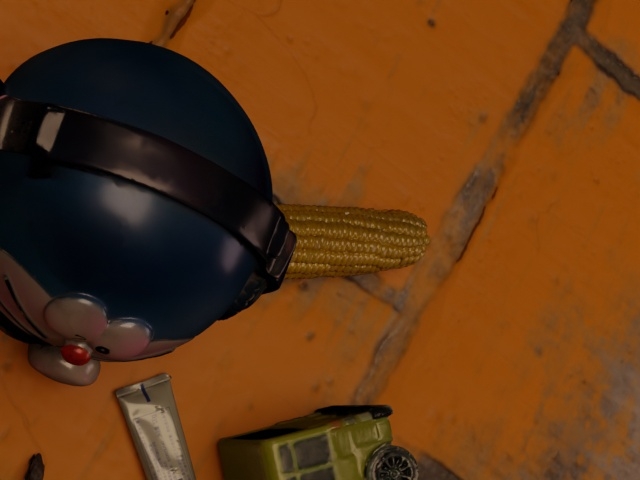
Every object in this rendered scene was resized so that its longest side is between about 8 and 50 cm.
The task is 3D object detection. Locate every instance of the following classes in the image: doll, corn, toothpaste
[{"bbox_3d":[-0.169,-0.021,1.148,0.284,0.310,0.240,24,74,-22],"label":"doll"},{"bbox_3d":[0.000,0.000,1.360,0.206,0.067,0.067,-2,86,-28],"label":"corn"},{"bbox_3d":[-0.118,0.222,1.303,0.052,0.033,0.218,-17,90,-27],"label":"toothpaste"}]

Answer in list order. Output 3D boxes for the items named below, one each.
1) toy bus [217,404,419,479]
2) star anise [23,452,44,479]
[{"bbox_3d":[0.009,0.279,1.305,0.150,0.128,0.262,-11,88,-25],"label":"toy bus"},{"bbox_3d":[-0.239,0.243,1.237,0.141,0.042,0.141,2,84,-24],"label":"star anise"}]
